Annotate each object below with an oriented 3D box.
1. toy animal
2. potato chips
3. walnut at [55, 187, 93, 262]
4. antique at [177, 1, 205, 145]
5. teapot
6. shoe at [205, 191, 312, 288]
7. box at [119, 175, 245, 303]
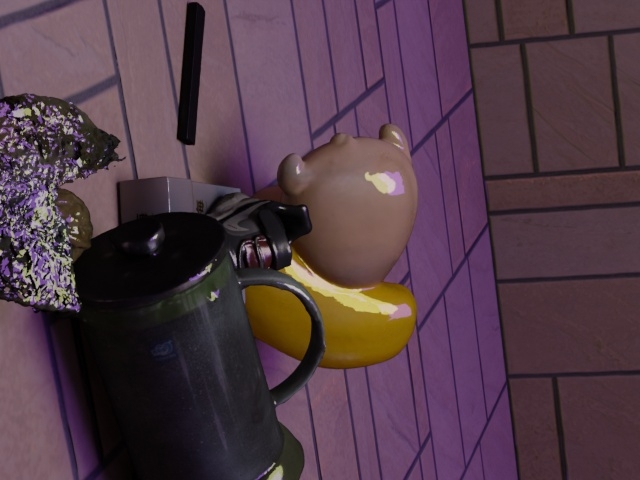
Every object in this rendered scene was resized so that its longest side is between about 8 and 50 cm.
[{"bbox_3d":[-0.021,-0.002,2.177,0.247,0.278,0.345,-122,-150,-64],"label":"toy animal"},{"bbox_3d":[-0.274,-0.045,1.519,0.202,0.029,0.220,40,55,-29],"label":"potato chips"},{"bbox_3d":[-0.268,-0.012,1.593,0.092,0.092,0.092,-3,90,-72],"label":"walnut"},{"bbox_3d":[-0.166,-0.214,2.048,0.031,0.015,0.192,48,43,-65],"label":"antique"},{"bbox_3d":[-0.127,0.122,1.735,0.200,0.270,0.337,-124,-164,-60],"label":"teapot"},{"bbox_3d":[-0.082,0.004,1.886,0.227,0.112,0.099,-62,145,-66],"label":"shoe"},{"bbox_3d":[-0.163,0.006,1.931,0.243,0.067,0.155,1,84,-73],"label":"box"}]
